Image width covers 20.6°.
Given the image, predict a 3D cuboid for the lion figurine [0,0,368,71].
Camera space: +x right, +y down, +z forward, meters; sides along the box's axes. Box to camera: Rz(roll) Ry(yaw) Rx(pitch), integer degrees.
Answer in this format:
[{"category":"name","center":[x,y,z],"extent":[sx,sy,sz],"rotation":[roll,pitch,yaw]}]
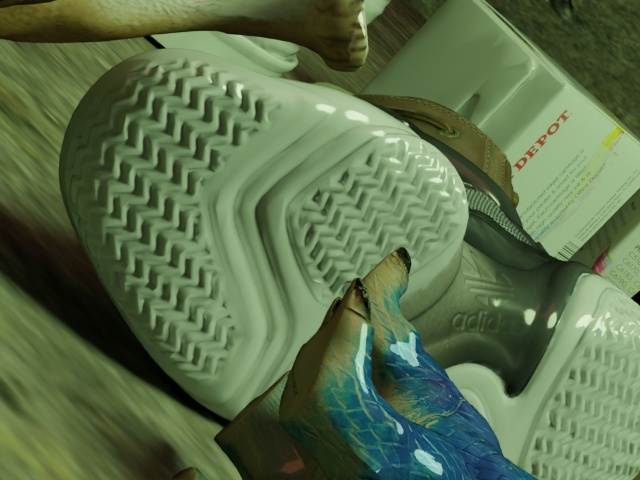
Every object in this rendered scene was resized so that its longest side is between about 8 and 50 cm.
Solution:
[{"category":"lion figurine","center":[-0.091,-0.109,0.502],"extent":[0.392,0.240,0.142],"rotation":[141,-55,-75]}]

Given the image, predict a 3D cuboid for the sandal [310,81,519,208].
[{"category":"sandal","center":[0.044,-0.034,0.883],"extent":[0.120,0.086,0.303],"rotation":[38,12,-23]}]

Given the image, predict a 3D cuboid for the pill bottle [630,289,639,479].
[{"category":"pill bottle","center":[0.192,0.125,0.718],"extent":[0.219,0.123,0.123],"rotation":[42,11,-7]}]

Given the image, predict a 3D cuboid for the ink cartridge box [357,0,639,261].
[{"category":"ink cartridge box","center":[0.126,-0.056,1.153],"extent":[0.176,0.128,0.127],"rotation":[32,16,-49]}]

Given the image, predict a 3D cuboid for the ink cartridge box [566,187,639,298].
[{"category":"ink cartridge box","center":[0.174,0.014,0.916],"extent":[0.061,0.181,0.104],"rotation":[43,11,-1]}]

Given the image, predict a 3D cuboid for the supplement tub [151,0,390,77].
[{"category":"supplement tub","center":[-0.001,-0.255,0.958],"extent":[0.228,0.316,0.228],"rotation":[42,11,-10]}]

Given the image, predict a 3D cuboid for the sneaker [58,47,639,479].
[{"category":"sneaker","center":[0.000,0.000,0.594],"extent":[0.268,0.101,0.153],"rotation":[31,8,-41]}]

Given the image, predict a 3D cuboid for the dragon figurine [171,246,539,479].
[{"category":"dragon figurine","center":[0.035,0.084,0.402],"extent":[0.144,0.085,0.289],"rotation":[43,9,3]}]
